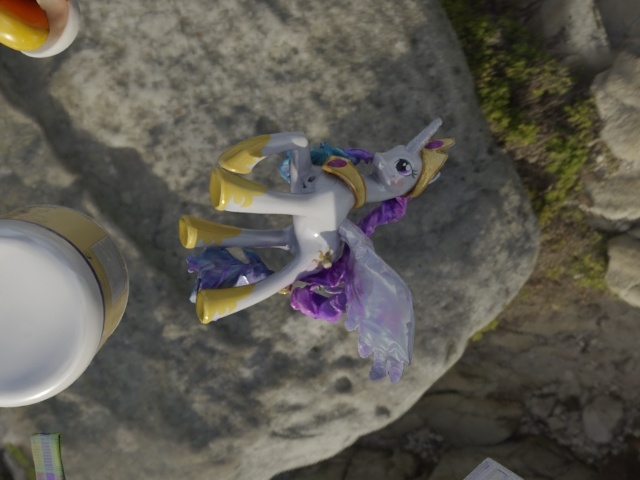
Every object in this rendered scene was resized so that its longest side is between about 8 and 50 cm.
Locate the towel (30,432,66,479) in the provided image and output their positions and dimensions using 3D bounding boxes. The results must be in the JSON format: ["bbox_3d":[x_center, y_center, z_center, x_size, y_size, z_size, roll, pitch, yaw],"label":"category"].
[{"bbox_3d":[-0.299,0.240,0.952,0.083,0.009,0.060,-19,78,51],"label":"towel"}]

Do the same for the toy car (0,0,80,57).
[{"bbox_3d":[-0.282,-0.252,0.741,0.182,0.159,0.136,44,107,17],"label":"toy car"}]

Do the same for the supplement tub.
[{"bbox_3d":[-0.402,0.074,1.218,0.241,0.331,0.241,-1,97,-4],"label":"supplement tub"}]

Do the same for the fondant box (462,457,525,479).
[{"bbox_3d":[0.173,0.386,1.013,0.238,0.330,0.096,-42,84,-5],"label":"fondant box"}]

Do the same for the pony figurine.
[{"bbox_3d":[0.000,0.000,1.169,0.303,0.363,0.351,51,140,42],"label":"pony figurine"}]
